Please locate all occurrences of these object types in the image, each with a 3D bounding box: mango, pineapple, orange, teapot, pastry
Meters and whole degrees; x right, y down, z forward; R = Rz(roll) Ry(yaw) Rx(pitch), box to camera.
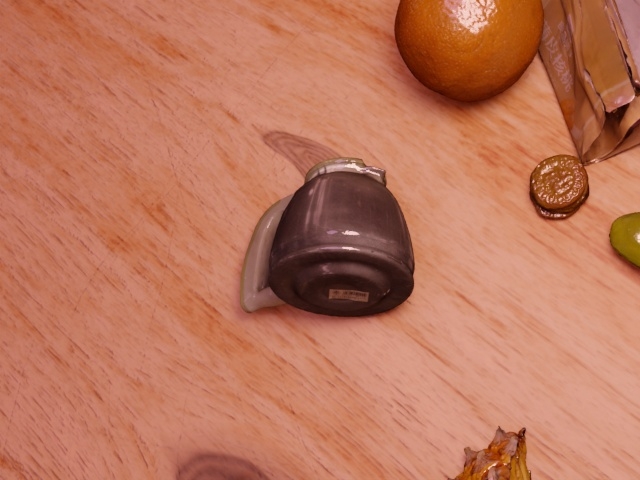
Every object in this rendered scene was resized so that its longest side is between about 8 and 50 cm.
[{"bbox_3d":[0.531,0.011,1.417,0.165,0.074,0.091,30,84,24],"label":"mango"},{"bbox_3d":[0.232,0.440,1.348,0.161,0.158,0.335,-3,74,19],"label":"pineapple"},{"bbox_3d":[0.251,-0.369,1.523,0.264,0.264,0.264,-5,73,17],"label":"orange"},{"bbox_3d":[0.023,0.004,1.554,0.239,0.321,0.239,15,57,-17],"label":"teapot"},{"bbox_3d":[0.396,-0.090,1.503,0.097,0.057,0.109,34,86,26],"label":"pastry"}]

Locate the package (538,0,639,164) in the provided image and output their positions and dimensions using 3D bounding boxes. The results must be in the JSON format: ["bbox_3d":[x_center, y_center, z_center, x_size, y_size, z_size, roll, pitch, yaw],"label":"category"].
[{"bbox_3d":[0.450,-0.314,1.469,0.221,0.165,0.311,-25,66,33],"label":"package"}]
